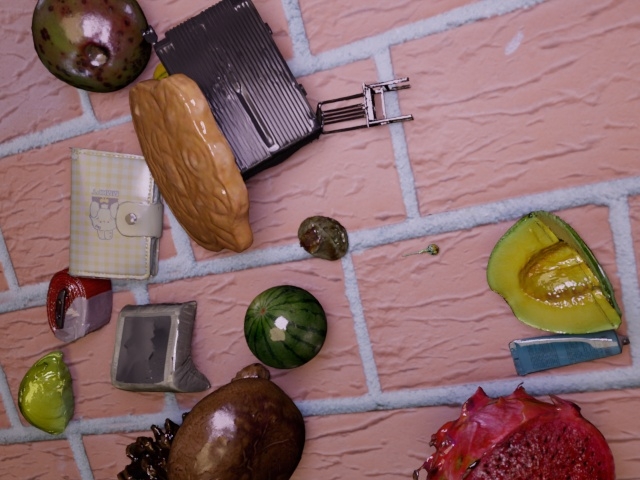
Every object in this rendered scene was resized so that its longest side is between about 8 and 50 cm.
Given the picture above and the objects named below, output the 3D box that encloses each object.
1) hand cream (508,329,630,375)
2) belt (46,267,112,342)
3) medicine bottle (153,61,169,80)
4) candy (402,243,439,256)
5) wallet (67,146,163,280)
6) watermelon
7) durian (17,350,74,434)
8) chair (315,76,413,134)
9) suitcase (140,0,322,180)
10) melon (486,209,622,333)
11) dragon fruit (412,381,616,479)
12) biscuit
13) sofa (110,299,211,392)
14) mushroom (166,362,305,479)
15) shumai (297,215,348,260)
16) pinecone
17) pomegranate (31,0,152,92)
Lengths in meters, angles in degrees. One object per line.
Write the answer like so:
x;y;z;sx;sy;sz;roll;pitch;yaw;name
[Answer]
0.522;0.231;0.945;0.224;0.048;0.083;-16;96;23;hand cream
-0.638;0.165;1.175;0.127;0.124;0.201;12;103;13;belt
-0.293;-0.287;1.030;0.094;0.064;0.261;-24;95;11;medicine bottle
0.220;0.027;0.990;0.083;0.025;0.023;-17;69;25;candy
-0.503;-0.060;1.099;0.223;0.077;0.310;6;100;-5;wallet
-0.072;0.197;1.011;0.187;0.214;0.188;-15;57;24;watermelon
-0.780;0.435;1.280;0.139;0.101;0.250;-7;101;-21;durian
0.080;-0.269;0.921;0.212;0.101;0.084;-6;99;14;chair
-0.168;-0.308;0.921;0.229;0.152;0.335;-30;92;0;suitcase
0.443;0.064;0.894;0.265;0.129;0.169;50;130;-3;melon
0.375;0.465;0.909;0.370;0.249;0.387;18;93;-18;dragon fruit
-0.281;-0.140;0.935;0.365;0.062;0.385;12;129;48;biscuit
-0.403;0.278;1.163;0.210;0.176;0.226;-7;71;15;sofa
-0.180;0.471;1.018;0.239;0.345;0.345;-11;101;58;mushroom
0.000;-0.001;1.001;0.123;0.087;0.099;19;103;8;shumai
-0.366;0.559;1.134;0.243;0.257;0.244;21;149;13;pinecone
-0.516;-0.464;0.981;0.306;0.242;0.242;42;109;24;pomegranate
